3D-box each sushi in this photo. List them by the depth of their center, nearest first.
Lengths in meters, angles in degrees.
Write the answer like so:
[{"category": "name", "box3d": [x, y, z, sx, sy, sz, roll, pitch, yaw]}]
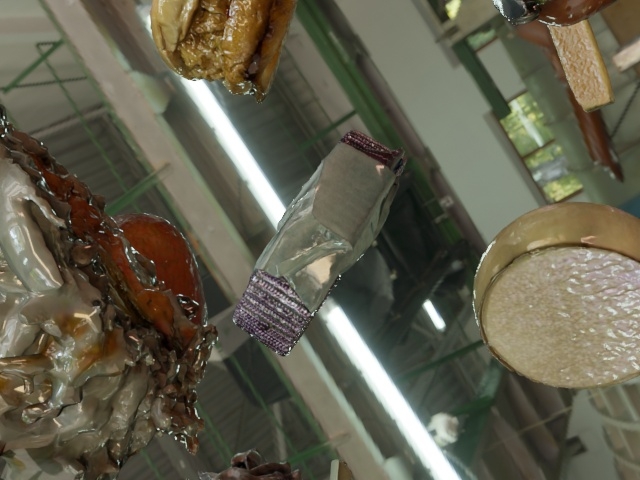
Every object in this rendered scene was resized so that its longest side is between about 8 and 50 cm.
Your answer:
[{"category": "sushi", "box3d": [-0.241, 0.025, 0.632, 0.417, 0.176, 0.417, 47, 172, 9]}]

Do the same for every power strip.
[{"category": "power strip", "box3d": [0.030, 0.387, 1.247, 0.040, 0.016, 0.090, 50, -152, -29]}]

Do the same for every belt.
[{"category": "belt", "box3d": [0.000, 0.000, 1.074, 0.122, 0.260, 0.325, 33, -116, 4]}]

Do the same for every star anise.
[{"category": "star anise", "box3d": [-0.134, 0.451, 1.293, 0.359, 0.315, 0.139, -44, -67, -72]}]

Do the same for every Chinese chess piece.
[{"category": "Chinese chess piece", "box3d": [0.340, 0.078, 1.063, 0.270, 0.270, 0.112, 48, -145, -21]}]

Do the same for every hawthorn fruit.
[{"category": "hawthorn fruit", "box3d": [-0.342, 0.137, 1.487, 0.369, 0.284, 0.284, 67, -154, -6]}]

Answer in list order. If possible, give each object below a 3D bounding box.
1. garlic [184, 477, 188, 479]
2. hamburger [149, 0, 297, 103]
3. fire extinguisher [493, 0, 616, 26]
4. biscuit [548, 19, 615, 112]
[{"category": "garlic", "box3d": [-0.160, 0.567, 1.514, 0.256, 0.207, 0.207, 16, -150, 6]}, {"category": "hamburger", "box3d": [-0.115, -0.305, 1.030, 0.162, 0.245, 0.244, 15, -144, -3]}, {"category": "fire extinguisher", "box3d": [0.295, -0.310, 0.853, 0.376, 0.200, 0.113, -31, -81, -19]}, {"category": "biscuit", "box3d": [0.353, -0.267, 1.094, 0.056, 0.052, 0.188, -2, -106, -61]}]
